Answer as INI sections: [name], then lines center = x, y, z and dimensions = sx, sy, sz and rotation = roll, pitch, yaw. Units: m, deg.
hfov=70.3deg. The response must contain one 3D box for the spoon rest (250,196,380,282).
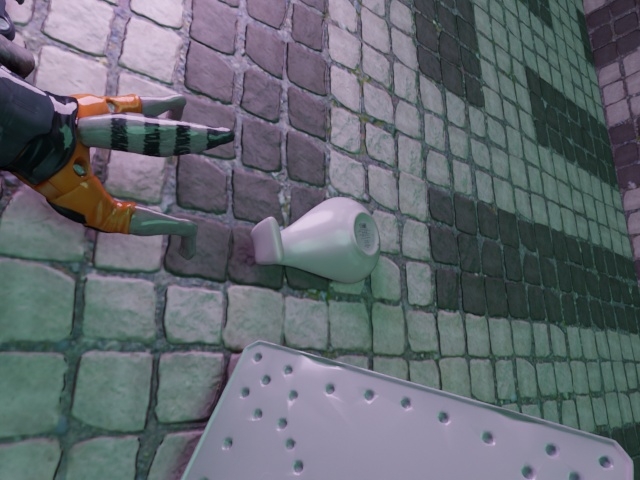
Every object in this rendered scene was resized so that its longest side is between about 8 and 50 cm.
[spoon rest]
center = 0.000, 0.000, 0.656
dimensions = 0.276, 0.084, 0.138
rotation = -2, 80, -53

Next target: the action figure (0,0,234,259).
[action figure]
center = -0.262, -0.146, 0.414
dimensions = 0.330, 0.178, 0.342
rotation = 11, 72, -47

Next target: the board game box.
[board game box]
center = 0.029, 0.311, 0.382
dimensions = 0.050, 0.389, 0.390
rotation = 71, 36, -50
